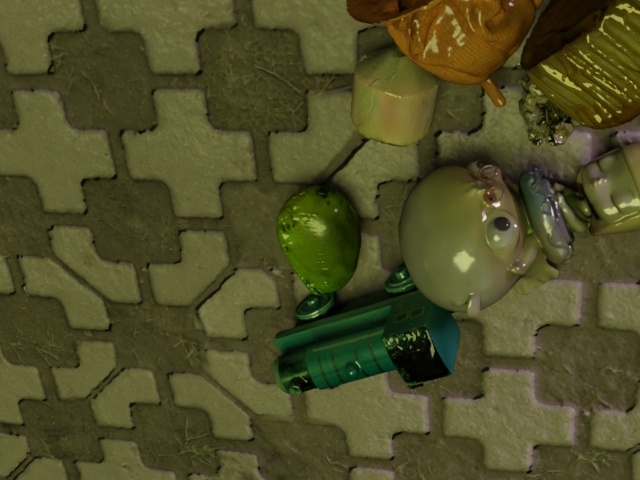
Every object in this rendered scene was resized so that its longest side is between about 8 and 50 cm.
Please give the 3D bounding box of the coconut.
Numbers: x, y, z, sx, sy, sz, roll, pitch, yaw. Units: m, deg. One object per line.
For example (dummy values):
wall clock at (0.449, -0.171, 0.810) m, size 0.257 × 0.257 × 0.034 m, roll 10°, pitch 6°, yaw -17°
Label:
coconut at (0.098, -0.197, 1.229) m, size 0.116 × 0.116 × 0.122 m, roll 14°, pitch 127°, yaw 6°

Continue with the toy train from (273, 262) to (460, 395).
toy train at (0.066, 0.145, 1.389) m, size 0.298 × 0.194 × 0.120 m, roll -19°, pitch 114°, yaw 25°

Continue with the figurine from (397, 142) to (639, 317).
figurine at (0.312, -0.021, 1.265) m, size 0.394 × 0.227 × 0.274 m, roll -21°, pitch 144°, yaw 13°

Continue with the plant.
plant at (0.309, -0.169, 1.191) m, size 0.104 × 0.122 × 0.117 m, roll -3°, pitch 112°, yaw 3°

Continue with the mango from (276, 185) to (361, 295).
mango at (0.000, -0.001, 1.377) m, size 0.119 × 0.100 × 0.178 m, roll -5°, pitch 123°, yaw 10°

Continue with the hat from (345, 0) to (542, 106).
hat at (0.182, -0.248, 1.139) m, size 0.233 × 0.244 × 0.233 m, roll -11°, pitch 130°, yaw 29°

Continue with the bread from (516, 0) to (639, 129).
bread at (0.346, -0.253, 1.050) m, size 0.142 × 0.253 × 0.227 m, roll 38°, pitch 149°, yaw -6°
